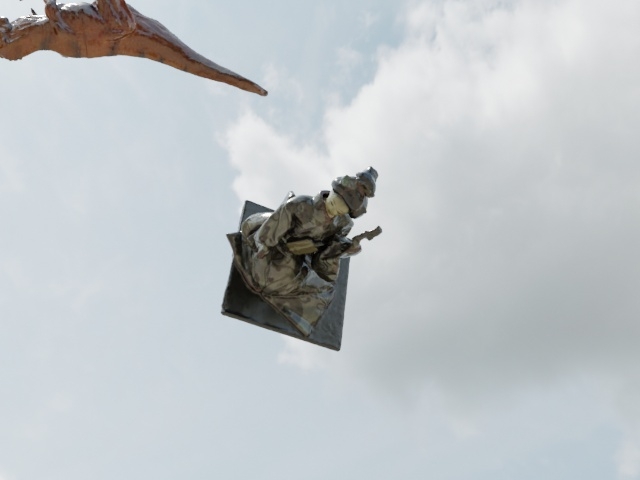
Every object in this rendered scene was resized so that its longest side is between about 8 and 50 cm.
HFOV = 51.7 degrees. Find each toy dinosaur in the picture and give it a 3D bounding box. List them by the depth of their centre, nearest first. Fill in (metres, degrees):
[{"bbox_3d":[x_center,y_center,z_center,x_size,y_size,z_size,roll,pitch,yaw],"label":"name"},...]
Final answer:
[{"bbox_3d":[-0.288,-0.329,0.963,0.431,0.208,0.097,-1,-15,-16],"label":"toy dinosaur"}]

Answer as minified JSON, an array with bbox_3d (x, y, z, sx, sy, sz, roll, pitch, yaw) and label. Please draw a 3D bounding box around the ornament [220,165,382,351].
[{"bbox_3d":[0.000,0.000,0.712,0.166,0.153,0.196,19,-34,-20],"label":"ornament"}]
